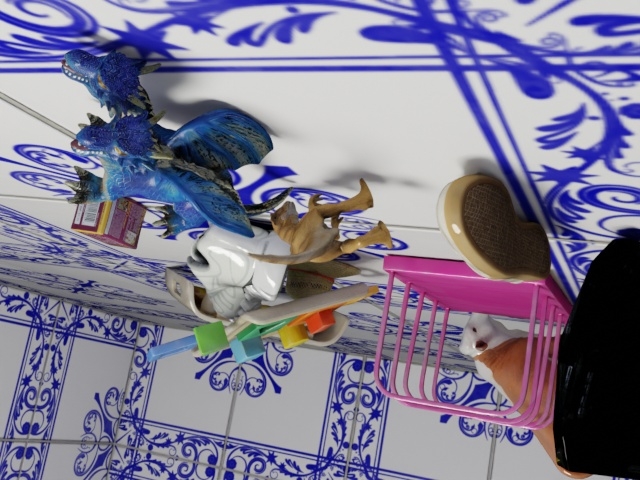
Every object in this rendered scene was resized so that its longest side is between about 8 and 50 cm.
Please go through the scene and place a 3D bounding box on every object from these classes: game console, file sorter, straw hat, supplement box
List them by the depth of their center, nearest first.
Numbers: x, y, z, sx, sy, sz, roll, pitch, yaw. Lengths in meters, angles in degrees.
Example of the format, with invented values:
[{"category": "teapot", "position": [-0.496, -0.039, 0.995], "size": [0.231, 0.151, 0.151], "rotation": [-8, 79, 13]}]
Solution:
[{"category": "game console", "position": [0.373, 0.130, 0.786], "size": [0.361, 0.213, 0.044], "rotation": [13, -179, -27]}, {"category": "supplement box", "position": [-0.249, -0.026, 0.953], "size": [0.043, 0.055, 0.083], "rotation": [7, 168, 20]}, {"category": "file sorter", "position": [0.212, 0.147, 1.078], "size": [0.202, 0.182, 0.290], "rotation": [5, 168, 26]}, {"category": "straw hat", "position": [-0.017, 0.063, 1.177], "size": [0.144, 0.061, 0.144], "rotation": [10, 168, 2]}]

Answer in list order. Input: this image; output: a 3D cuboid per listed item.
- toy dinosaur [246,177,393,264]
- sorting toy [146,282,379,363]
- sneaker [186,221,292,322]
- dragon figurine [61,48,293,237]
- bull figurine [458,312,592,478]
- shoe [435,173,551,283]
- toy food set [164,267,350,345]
[{"category": "toy dinosaur", "position": [0.000, 0.000, 0.671], "size": [0.112, 0.064, 0.211], "rotation": [-22, -171, -3]}, {"category": "sorting toy", "position": [-0.050, 0.115, 1.046], "size": [0.347, 0.047, 0.196], "rotation": [-13, 168, -35]}, {"category": "sneaker", "position": [-0.114, 0.034, 1.046], "size": [0.118, 0.110, 0.292], "rotation": [20, 159, -8]}, {"category": "dragon figurine", "position": [-0.091, -0.050, 0.611], "size": [0.144, 0.085, 0.289], "rotation": [0, 164, 42]}, {"category": "bull figurine", "position": [0.352, 0.212, 1.234], "size": [0.188, 0.310, 0.101], "rotation": [-27, 144, -5]}, {"category": "shoe", "position": [0.138, -0.001, 0.680], "size": [0.058, 0.077, 0.219], "rotation": [-3, 166, 31]}, {"category": "toy food set", "position": [-0.123, 0.108, 1.481], "size": [0.306, 0.092, 0.219], "rotation": [16, 179, -23]}]
